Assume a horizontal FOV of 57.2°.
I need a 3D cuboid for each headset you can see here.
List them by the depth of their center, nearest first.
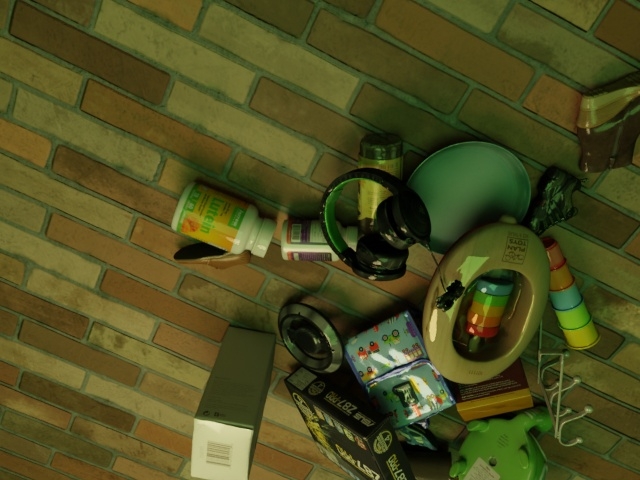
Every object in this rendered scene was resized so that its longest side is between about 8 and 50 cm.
[{"bbox_3d":[0.156,0.007,1.335,0.394,0.185,0.243,37,124,14],"label":"headset"}]

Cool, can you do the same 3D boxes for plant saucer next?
[{"bbox_3d":[0.357,-0.103,1.458,0.318,0.043,0.317,0,120,-1],"label":"plant saucer"}]

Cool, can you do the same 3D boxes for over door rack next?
[{"bbox_3d":[0.634,0.345,1.563,0.108,0.239,0.324,-14,115,13],"label":"over door rack"}]

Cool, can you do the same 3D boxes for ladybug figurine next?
[{"bbox_3d":[0.399,0.141,1.463,0.305,0.162,0.449,10,110,-13],"label":"ladybug figurine"}]

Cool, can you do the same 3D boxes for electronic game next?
[{"bbox_3d":[-0.029,0.275,1.648,0.229,0.048,0.229,22,128,31],"label":"electronic game"}]

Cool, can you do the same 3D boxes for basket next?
[{"bbox_3d":[0.288,0.732,1.842,0.227,0.154,0.204,4,143,10],"label":"basket"}]

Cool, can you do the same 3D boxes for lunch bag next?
[{"bbox_3d":[0.222,0.366,1.588,0.221,0.138,0.293,-31,70,19],"label":"lunch bag"}]

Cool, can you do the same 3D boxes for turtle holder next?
[{"bbox_3d":[0.554,0.639,1.745,0.243,0.320,0.227,-7,151,44],"label":"turtle holder"}]

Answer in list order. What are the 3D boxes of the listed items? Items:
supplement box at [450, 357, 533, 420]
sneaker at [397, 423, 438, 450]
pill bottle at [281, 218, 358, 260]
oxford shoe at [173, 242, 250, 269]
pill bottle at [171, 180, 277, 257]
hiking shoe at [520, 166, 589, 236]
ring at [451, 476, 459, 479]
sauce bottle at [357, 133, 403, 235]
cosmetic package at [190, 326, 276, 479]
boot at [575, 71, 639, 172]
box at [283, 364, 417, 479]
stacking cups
[{"bbox_3d":[0.452,0.362,1.594,0.192,0.194,0.129,-17,147,13],"label":"supplement box"},{"bbox_3d":[0.303,0.613,1.834,0.144,0.053,0.059,36,114,-3],"label":"sneaker"},{"bbox_3d":[0.000,0.000,1.522,0.194,0.108,0.108,2,117,5],"label":"pill bottle"},{"bbox_3d":[-0.294,0.051,1.597,0.213,0.076,0.076,-3,127,7],"label":"oxford shoe"},{"bbox_3d":[-0.242,-0.046,1.505,0.246,0.136,0.136,22,116,-6],"label":"pill bottle"},{"bbox_3d":[0.573,-0.063,1.451,0.114,0.086,0.226,18,116,0],"label":"hiking shoe"},{"bbox_3d":[0.531,0.911,1.973,0.337,0.032,0.336,2,117,5],"label":"ring"},{"bbox_3d":[0.146,-0.087,1.463,0.112,0.111,0.344,2,115,4],"label":"sauce bottle"},{"bbox_3d":[-0.230,0.438,1.609,0.156,0.385,0.217,10,119,1],"label":"cosmetic package"},{"bbox_3d":[0.717,-0.272,1.351,0.249,0.090,0.206,-13,127,10],"label":"boot"},{"bbox_3d":[0.084,0.550,1.653,0.097,0.395,0.318,-38,120,-24],"label":"box"},{"bbox_3d":[0.644,0.139,1.540,0.096,0.096,0.316,-22,113,15],"label":"stacking cups"}]
